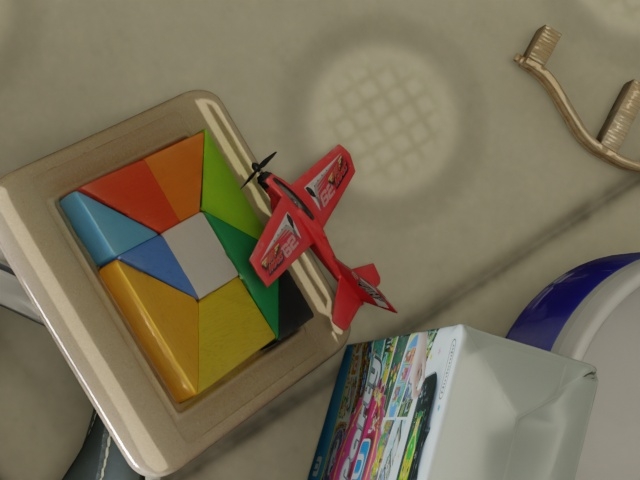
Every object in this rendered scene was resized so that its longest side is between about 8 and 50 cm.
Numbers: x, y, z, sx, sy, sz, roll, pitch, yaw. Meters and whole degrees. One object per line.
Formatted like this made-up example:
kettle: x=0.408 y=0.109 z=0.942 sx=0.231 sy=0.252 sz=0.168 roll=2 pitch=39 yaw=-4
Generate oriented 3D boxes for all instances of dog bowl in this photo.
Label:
dog bowl: x=0.250 y=0.138 z=1.358 sx=0.265 sy=0.104 sz=0.265 roll=0 pitch=89 yaw=-25

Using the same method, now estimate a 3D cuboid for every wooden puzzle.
wooden puzzle: x=-0.092 y=0.019 z=1.302 sx=0.238 sy=0.044 sz=0.221 roll=-32 pitch=93 yaw=-50

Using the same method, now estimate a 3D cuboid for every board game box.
board game box: x=0.064 y=0.180 z=1.245 sx=0.097 sy=0.303 sz=0.224 roll=17 pitch=81 yaw=-10

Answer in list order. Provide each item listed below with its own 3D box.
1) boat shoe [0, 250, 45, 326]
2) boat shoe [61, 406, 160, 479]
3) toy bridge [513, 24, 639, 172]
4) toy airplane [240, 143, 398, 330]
boat shoe: x=-0.208 y=0.002 z=1.318 sx=0.267 sy=0.096 sz=0.088 roll=26 pitch=85 yaw=0
boat shoe: x=-0.185 y=0.232 z=1.287 sx=0.099 sy=0.116 sz=0.319 roll=17 pitch=87 yaw=-13
toy bridge: x=0.227 y=-0.092 z=1.445 sx=0.188 sy=0.026 sz=0.063 roll=30 pitch=81 yaw=-7
toy airplane: x=0.000 y=0.000 z=1.371 sx=0.151 sy=0.028 sz=0.151 roll=20 pitch=57 yaw=-34
